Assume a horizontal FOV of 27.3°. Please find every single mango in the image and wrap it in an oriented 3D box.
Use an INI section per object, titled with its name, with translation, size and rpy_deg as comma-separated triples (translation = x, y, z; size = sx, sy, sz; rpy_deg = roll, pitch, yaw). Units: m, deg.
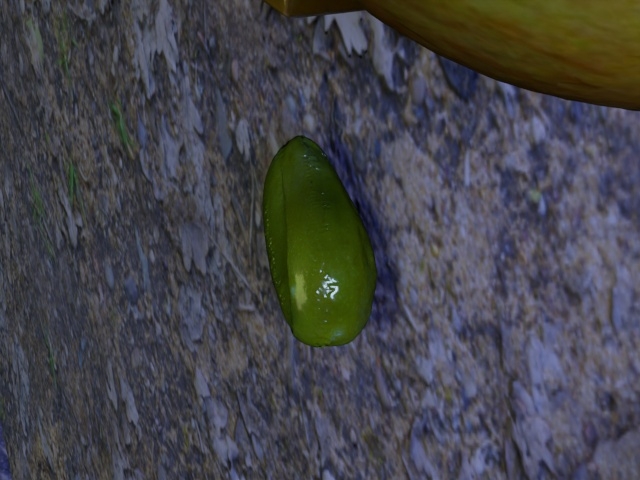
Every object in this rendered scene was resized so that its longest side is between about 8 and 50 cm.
[mango]
translation = 0.000, 0.000, 0.980
size = 0.091, 0.074, 0.165
rpy_deg = 130, 136, -63

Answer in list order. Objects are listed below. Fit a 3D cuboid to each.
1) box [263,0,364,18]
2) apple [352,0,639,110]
[box]
translation = -0.023, -0.381, 0.830
size = 0.264, 0.115, 0.416
rpy_deg = 45, 138, 51
[apple]
translation = 0.109, -0.206, 0.419
size = 0.339, 0.339, 0.340
rpy_deg = 34, 129, 56
